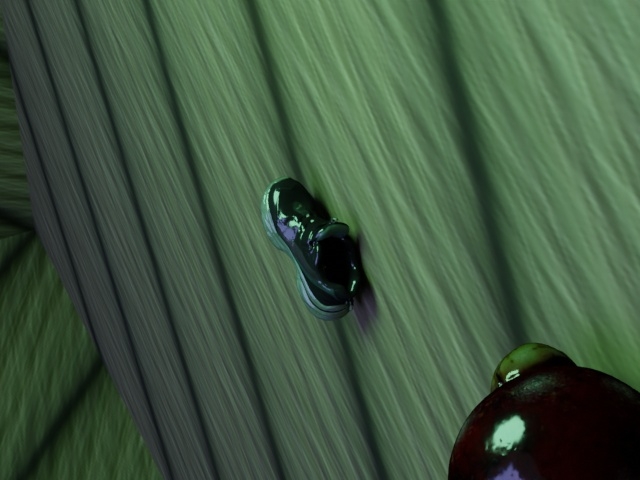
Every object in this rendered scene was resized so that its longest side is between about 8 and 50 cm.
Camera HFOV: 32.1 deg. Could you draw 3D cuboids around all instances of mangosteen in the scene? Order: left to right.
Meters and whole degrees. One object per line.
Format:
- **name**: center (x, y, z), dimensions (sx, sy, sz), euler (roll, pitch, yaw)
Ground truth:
- **mangosteen**: center (0.177, 0.165, 0.820), dimensions (0.200, 0.200, 0.200), euler (47, 148, 44)

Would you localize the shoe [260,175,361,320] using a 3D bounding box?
- **shoe**: center (0.000, 0.000, 1.199), dimensions (0.169, 0.071, 0.099), euler (65, 154, 5)
